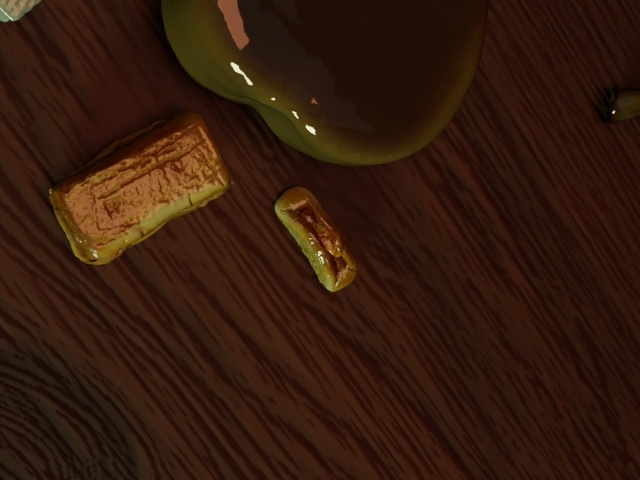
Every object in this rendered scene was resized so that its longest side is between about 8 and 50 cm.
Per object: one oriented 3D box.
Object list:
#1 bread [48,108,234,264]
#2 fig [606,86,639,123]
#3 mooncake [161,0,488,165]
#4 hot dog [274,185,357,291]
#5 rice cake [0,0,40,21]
[{"bbox_3d":[-0.128,-0.039,1.101,0.132,0.053,0.074,-34,103,-16],"label":"bread"},{"bbox_3d":[0.390,-0.147,1.254,0.320,0.217,0.217,-23,105,2],"label":"fig"},{"bbox_3d":[0.011,-0.180,1.109,0.234,0.117,0.235,-2,95,-25],"label":"mooncake"},{"bbox_3d":[0.000,0.000,1.169,0.030,0.034,0.090,-37,109,-14],"label":"hot dog"},{"bbox_3d":[-0.259,-0.267,1.027,0.237,0.043,0.127,40,78,-22],"label":"rice cake"}]
